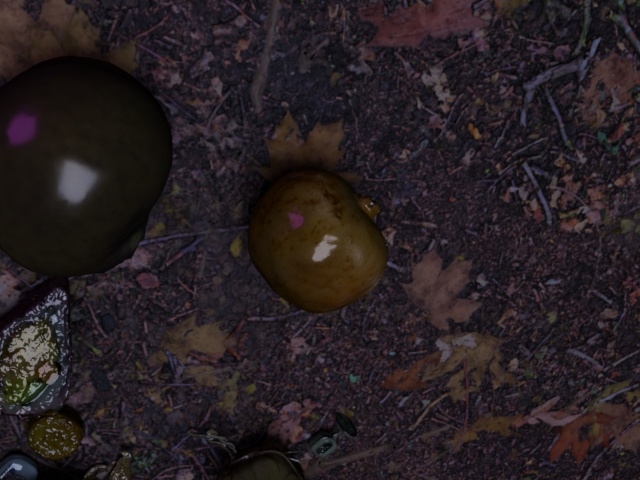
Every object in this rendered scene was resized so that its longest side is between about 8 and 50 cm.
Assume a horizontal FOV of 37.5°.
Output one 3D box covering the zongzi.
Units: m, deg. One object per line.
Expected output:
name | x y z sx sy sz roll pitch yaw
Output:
zongzi | -0.078 0.612 1.678 0.218 0.467 0.500 -12 115 -5

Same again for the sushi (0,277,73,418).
sushi | -0.496 0.173 1.563 0.161 0.107 0.241 -1 107 -17

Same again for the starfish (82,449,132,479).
starfish | -0.374 0.484 1.768 0.150 0.053 0.210 3 111 -22

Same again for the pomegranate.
pomegranate | 0.000 0.000 1.567 0.248 0.248 0.248 -6 115 -14

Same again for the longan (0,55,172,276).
longan | -0.362 -0.107 1.371 0.318 0.319 0.319 -6 115 -14

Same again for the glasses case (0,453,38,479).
glasses case | -0.584 0.456 1.697 0.178 0.045 0.067 -45 118 6

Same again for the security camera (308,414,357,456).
security camera | 0.021 0.389 1.845 0.058 0.058 0.092 36 108 -26

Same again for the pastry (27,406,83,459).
pastry | -0.470 0.341 1.673 0.097 0.057 0.109 -2 113 -14
